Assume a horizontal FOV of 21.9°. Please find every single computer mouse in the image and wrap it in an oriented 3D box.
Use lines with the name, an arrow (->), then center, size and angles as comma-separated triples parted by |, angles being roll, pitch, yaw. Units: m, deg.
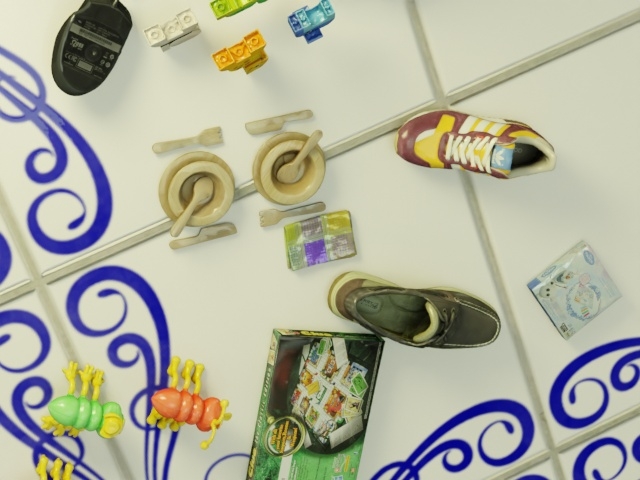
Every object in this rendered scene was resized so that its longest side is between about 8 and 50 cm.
computer mouse -> -0.214, -0.263, 1.722 | 0.071, 0.041, 0.242 | 26, 92, -34

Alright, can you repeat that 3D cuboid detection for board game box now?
board game box -> -0.012, 0.231, 1.972 | 0.136, 0.030, 0.260 | 4, 107, -23
board game box -> 0.311, 0.061, 2.024 | 0.090, 0.020, 0.090 | -37, 116, -2

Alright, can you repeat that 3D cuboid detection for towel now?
towel -> 0.000, 0.000, 1.901 | 0.083, 0.009, 0.060 | -12, 113, -15

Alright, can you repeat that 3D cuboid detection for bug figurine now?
bug figurine -> -0.228, 0.264, 1.885 | 0.216, 0.072, 0.279 | 16, 104, -23

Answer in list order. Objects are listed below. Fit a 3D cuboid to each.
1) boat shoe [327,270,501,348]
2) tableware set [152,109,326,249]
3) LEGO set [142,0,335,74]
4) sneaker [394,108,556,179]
boat shoe -> 0.118, 0.093, 1.939 | 0.223, 0.073, 0.080 | 15, 104, -23
tableware set -> -0.082, -0.065, 1.833 | 0.194, 0.039, 0.128 | -14, 113, -14
LEGO set -> -0.066, -0.229, 1.762 | 0.227, 0.093, 0.087 | -27, 84, -3
sneaker -> 0.178, -0.107, 1.881 | 0.185, 0.084, 0.069 | -1, 109, -19
